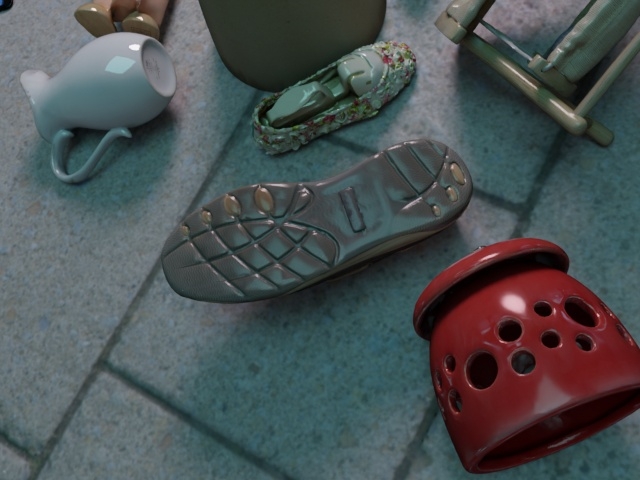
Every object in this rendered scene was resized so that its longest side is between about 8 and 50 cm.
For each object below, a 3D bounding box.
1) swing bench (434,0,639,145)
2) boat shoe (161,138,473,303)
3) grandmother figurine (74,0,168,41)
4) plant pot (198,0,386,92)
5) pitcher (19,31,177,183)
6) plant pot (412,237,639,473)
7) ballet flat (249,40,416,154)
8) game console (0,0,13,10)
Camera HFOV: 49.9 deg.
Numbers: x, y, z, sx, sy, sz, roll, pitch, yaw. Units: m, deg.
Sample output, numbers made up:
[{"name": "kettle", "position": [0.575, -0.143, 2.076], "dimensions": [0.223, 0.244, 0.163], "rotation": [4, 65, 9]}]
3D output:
[{"name": "swing bench", "position": [0.281, -0.281, 0.744], "dimensions": [0.255, 0.165, 0.253], "rotation": [46, 114, 23]}, {"name": "boat shoe", "position": [0.000, 0.000, 0.787], "dimensions": [0.355, 0.130, 0.133], "rotation": [-15, 70, 3]}, {"name": "grandmother figurine", "position": [-0.252, -0.464, 1.040], "dimensions": [0.207, 0.104, 0.343], "rotation": [12, 74, -12]}, {"name": "plant pot", "position": [-0.067, -0.369, 0.861], "dimensions": [0.256, 0.274, 0.257], "rotation": [-5, 69, 14]}, {"name": "pitcher", "position": [-0.302, -0.183, 0.952], "dimensions": [0.207, 0.125, 0.178], "rotation": [-13, 88, 21]}, {"name": "plant pot", "position": [0.192, 0.108, 0.665], "dimensions": [0.191, 0.191, 0.174], "rotation": [-26, 57, 5]}, {"name": "ballet flat", "position": [0.016, -0.187, 0.878], "dimensions": [0.240, 0.077, 0.091], "rotation": [-32, 73, 2]}, {"name": "game console", "position": [-0.579, -0.435, 1.140], "dimensions": [0.122, 0.107, 0.071], "rotation": [-11, 39, 11]}]
